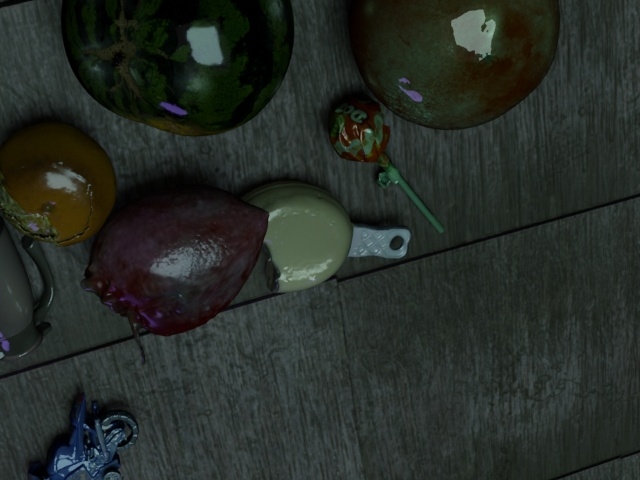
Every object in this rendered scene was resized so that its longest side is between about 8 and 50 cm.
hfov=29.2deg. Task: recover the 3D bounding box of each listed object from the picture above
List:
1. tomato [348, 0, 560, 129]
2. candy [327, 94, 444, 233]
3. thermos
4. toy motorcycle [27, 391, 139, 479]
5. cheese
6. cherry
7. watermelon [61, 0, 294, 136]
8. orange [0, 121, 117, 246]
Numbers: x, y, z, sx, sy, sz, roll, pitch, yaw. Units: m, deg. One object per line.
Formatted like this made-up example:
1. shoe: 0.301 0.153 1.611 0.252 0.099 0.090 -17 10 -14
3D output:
1. tomato: 0.173 -0.264 1.531 0.270 0.222 0.270 -7 115 -16
2. candy: 0.102 -0.095 1.691 0.287 0.078 0.084 45 57 -42
3. thermos: -0.400 0.058 1.553 0.137 0.105 0.193 -45 133 -33
4. toy motorcycle: -0.340 0.313 1.718 0.114 0.076 0.205 27 103 -23
5. cheese: 0.005 -0.018 1.679 0.248 0.071 0.163 -16 121 -13
6. cherry: -0.174 0.019 1.555 0.249 0.175 0.192 -27 118 13
7. watermelon: -0.155 -0.242 1.391 0.269 0.269 0.269 -9 118 -17
8. orange: -0.323 -0.071 1.497 0.156 0.134 0.157 3 121 5
